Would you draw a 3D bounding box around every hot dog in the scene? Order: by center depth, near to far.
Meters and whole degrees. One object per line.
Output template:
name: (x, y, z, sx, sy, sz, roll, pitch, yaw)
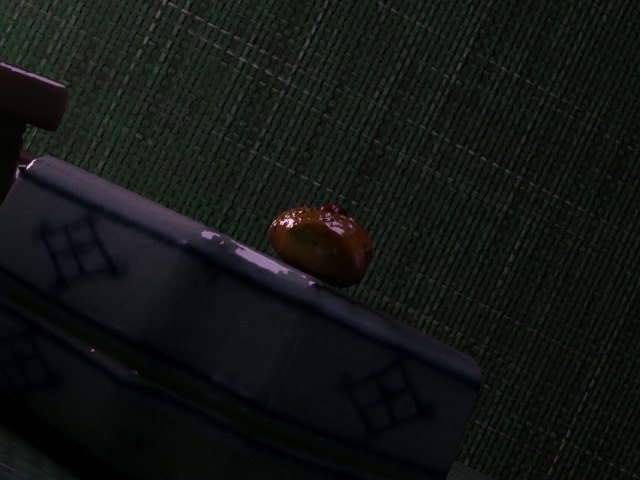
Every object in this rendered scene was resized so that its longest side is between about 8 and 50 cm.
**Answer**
hot dog: (0.000, 0.000, 0.964, 0.066, 0.047, 0.215, 23, -2, 1)

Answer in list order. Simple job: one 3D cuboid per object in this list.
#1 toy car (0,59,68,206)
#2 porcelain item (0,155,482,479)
toy car: (-0.372, -0.118, 1.393, 0.242, 0.226, 0.336, 18, 18, -28)
porcelain item: (-0.070, 0.078, 0.976, 0.286, 0.157, 0.281, 24, -1, 42)
